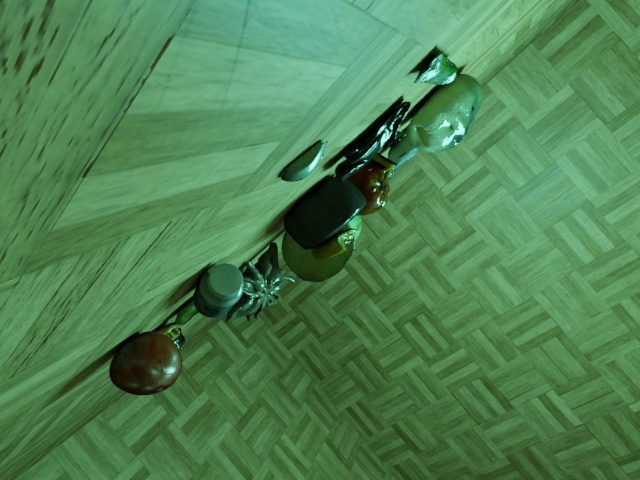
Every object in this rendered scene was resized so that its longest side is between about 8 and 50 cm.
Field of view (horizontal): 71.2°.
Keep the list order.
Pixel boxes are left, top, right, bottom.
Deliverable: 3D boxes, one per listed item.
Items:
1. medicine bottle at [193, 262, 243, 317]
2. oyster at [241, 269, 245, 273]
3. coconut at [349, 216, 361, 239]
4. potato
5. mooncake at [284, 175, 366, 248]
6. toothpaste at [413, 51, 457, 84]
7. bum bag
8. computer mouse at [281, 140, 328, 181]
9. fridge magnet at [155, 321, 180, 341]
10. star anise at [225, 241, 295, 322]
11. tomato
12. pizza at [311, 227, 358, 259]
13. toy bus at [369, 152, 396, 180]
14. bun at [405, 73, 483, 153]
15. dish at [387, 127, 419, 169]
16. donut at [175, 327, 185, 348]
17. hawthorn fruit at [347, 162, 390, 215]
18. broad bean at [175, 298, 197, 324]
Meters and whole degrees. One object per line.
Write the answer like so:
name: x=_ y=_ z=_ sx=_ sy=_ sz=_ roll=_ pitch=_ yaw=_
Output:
medicine bottle: x=-0.254 y=0.124 z=1.118 sx=0.107 sy=0.107 sz=0.191 roll=-39 pitch=178 yaw=-31
oyster: x=-0.307 y=0.162 z=1.712 sx=0.108 sy=0.053 sz=0.166 roll=-43 pitch=178 yaw=-36
coconut: x=0.056 y=-0.059 z=1.688 sx=0.204 sy=0.236 sz=0.236 roll=-10 pitch=-166 yaw=29
potato: x=0.000 y=0.000 z=1.534 sx=0.299 sy=0.239 sz=0.116 roll=-48 pitch=-178 yaw=33
mooncake: x=0.013 y=-0.080 z=1.292 sx=0.245 sy=0.133 sz=0.245 roll=-41 pitch=180 yaw=0
toothpaste: x=0.255 y=-0.364 z=0.961 sx=0.078 sy=0.047 sz=0.248 roll=-44 pitch=175 yaw=29
bum bag: x=0.129 y=-0.238 z=1.091 sx=0.248 sy=0.060 sz=0.123 roll=-42 pitch=177 yaw=10
computer mouse: x=-0.022 y=-0.138 z=0.809 sx=0.110 sy=0.032 sz=0.056 roll=-40 pitch=179 yaw=-8
fridge magnet: x=-0.478 y=0.298 z=1.337 sx=0.143 sy=0.063 sz=0.143 roll=-41 pitch=-178 yaw=1
star anise: x=-0.222 y=0.164 z=1.611 sx=0.349 sy=0.109 sz=0.293 roll=-40 pitch=148 yaw=-34
tomato: x=-0.440 y=0.306 z=1.114 sx=0.167 sy=0.167 sz=0.167 roll=-41 pitch=178 yaw=-2
pizza: x=0.036 y=0.009 z=1.327 sx=0.134 sy=0.056 sz=0.271 roll=-32 pitch=-174 yaw=-21
toy bus: x=0.175 y=-0.194 z=1.568 sx=0.114 sy=0.098 sz=0.201 roll=-35 pitch=154 yaw=-48
bun: x=0.396 y=-0.388 z=1.403 sx=0.273 sy=0.168 sz=0.273 roll=-48 pitch=175 yaw=-5
dish: x=0.326 y=-0.365 z=1.678 sx=0.236 sy=0.086 sz=0.228 roll=-39 pitch=177 yaw=-24
donut: x=-0.506 y=0.343 z=1.458 sx=0.140 sy=0.059 sz=0.140 roll=-28 pitch=-168 yaw=6
hawthorn fruit: x=0.131 y=-0.160 z=1.424 sx=0.173 sy=0.173 sz=0.179 roll=-39 pitch=177 yaw=-40
broad bean: x=-0.349 y=0.180 z=1.355 sx=0.206 sy=0.072 sz=0.153 roll=-28 pitch=173 yaw=-12
